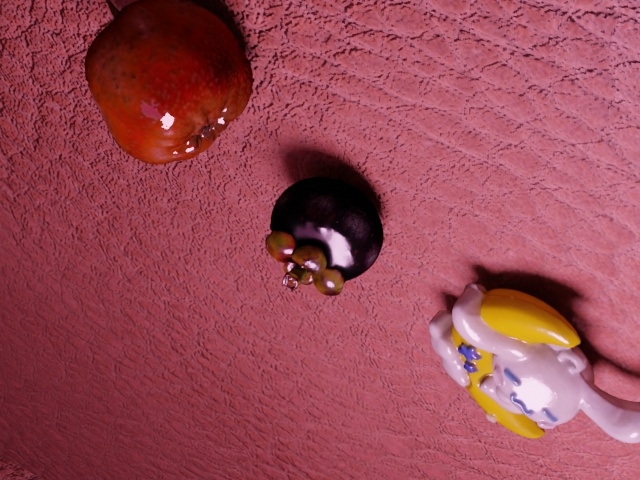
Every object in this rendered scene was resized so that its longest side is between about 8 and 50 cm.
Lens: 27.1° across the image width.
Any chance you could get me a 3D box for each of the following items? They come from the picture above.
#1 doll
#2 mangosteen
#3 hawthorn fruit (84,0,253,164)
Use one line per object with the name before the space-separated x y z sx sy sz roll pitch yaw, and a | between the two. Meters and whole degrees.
doll | 0.246 0.152 1.560 0.252 0.111 0.237 50 146 -5
mangosteen | 0.000 0.000 1.554 0.137 0.151 0.137 23 148 15
hawthorn fruit | -0.181 -0.190 1.466 0.200 0.179 0.179 46 150 7
